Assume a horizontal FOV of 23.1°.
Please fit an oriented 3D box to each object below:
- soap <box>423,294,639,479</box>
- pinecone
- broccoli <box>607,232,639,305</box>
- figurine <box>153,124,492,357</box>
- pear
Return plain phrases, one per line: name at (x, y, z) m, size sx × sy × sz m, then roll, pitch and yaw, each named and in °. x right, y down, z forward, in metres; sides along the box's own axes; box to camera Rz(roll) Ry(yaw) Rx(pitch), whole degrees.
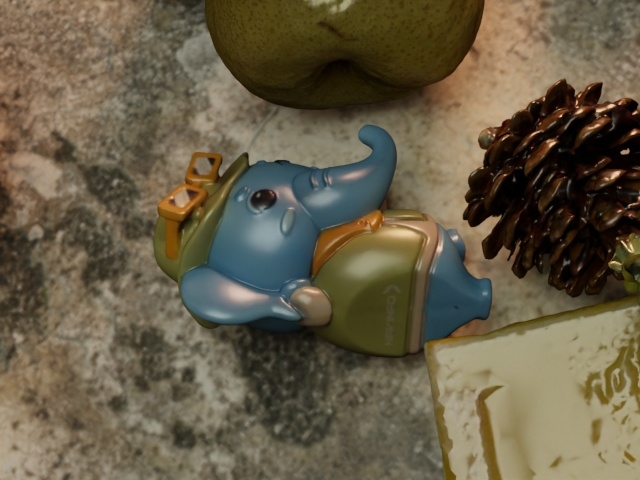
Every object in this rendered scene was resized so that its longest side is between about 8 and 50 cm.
soap at (0.244, 0.136, 1.137) m, size 0.315 × 0.091 × 0.199 m, roll -13°, pitch 71°, yaw 12°
pinecone at (0.190, -0.034, 1.170) m, size 0.173 × 0.173 × 0.173 m, roll -5°, pitch 71°, yaw 14°
broccoli at (0.325, 0.030, 1.045) m, size 0.242 × 0.180 × 0.273 m, roll -24°, pitch 23°, yaw -3°
figurine at (0.000, 0.004, 1.233) m, size 0.262 × 0.154 × 0.180 m, roll 3°, pitch 63°, yaw -1°
pear at (0.019, -0.219, 1.259) m, size 0.228 × 0.188 × 0.211 m, roll -2°, pitch 75°, yaw 7°
